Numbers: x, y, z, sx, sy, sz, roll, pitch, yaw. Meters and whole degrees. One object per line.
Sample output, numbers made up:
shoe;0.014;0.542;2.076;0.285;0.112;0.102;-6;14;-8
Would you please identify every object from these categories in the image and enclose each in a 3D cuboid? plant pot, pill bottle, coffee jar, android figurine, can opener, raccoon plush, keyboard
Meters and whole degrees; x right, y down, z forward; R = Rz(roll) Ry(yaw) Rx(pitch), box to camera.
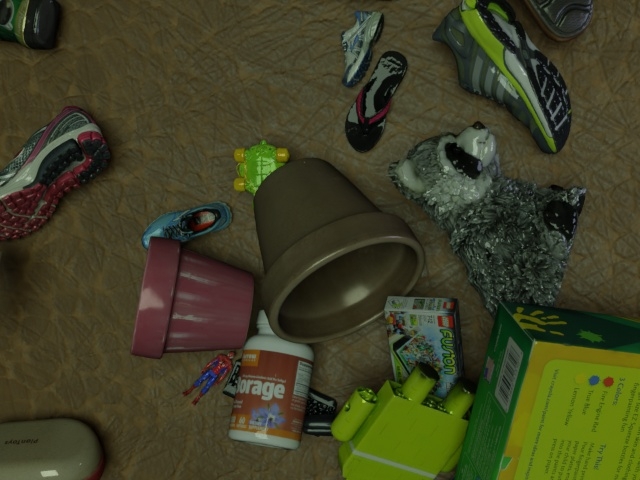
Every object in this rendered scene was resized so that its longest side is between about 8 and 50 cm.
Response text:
plant pot;0.000;0.000;1.450;0.263;0.263;0.229;-33;57;6
pill bottle;-0.076;0.229;1.505;0.121;0.121;0.216;7;75;6
coffee jar;-0.545;-0.387;1.577;0.184;0.079;0.096;11;90;7
android figurine;0.135;0.320;1.476;0.248;0.056;0.273;21;115;-24
plant pot;-0.209;0.103;1.507;0.180;0.201;0.202;9;93;-10
can opener;0.061;0.310;1.541;0.186;0.059;0.073;-6;47;-1
raccoon plush;0.230;0.041;1.451;0.299;0.216;0.447;15;94;14
keyboard;-0.076;0.283;1.565;0.192;0.038;0.100;23;94;6

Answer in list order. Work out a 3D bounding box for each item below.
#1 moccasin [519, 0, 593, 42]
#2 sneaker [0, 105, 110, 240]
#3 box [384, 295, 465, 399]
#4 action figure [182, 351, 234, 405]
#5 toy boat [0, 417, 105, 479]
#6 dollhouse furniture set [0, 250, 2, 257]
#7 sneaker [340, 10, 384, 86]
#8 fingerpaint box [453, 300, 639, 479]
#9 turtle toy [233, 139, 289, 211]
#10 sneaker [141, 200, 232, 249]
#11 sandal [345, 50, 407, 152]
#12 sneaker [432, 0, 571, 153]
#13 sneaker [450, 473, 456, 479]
moccasin;0.307;-0.482;1.460;0.139;0.147;0.380;-34;84;-8
sneaker;-0.495;-0.108;1.574;0.299;0.121;0.112;-35;58;7
box;0.171;0.180;1.470;0.114;0.036;0.207;1;127;17
action figure;-0.189;0.235;1.582;0.038;0.030;0.115;44;94;9
toy boat;-0.485;0.404;1.580;0.230;0.151;0.151;-5;121;7
dollhouse furniture set;-0.754;0.054;1.470;0.303;0.355;0.174;14;93;45
sneaker;0.059;-0.323;1.532;0.058;0.052;0.135;21;86;15
fingerpaint box;0.408;0.337;1.361;0.370;0.163;0.445;7;107;-10
turtle toy;-0.096;-0.104;1.541;0.095;0.066;0.130;1;92;8
sneaker;-0.234;-0.027;1.555;0.162;0.073;0.064;-22;89;7
sandal;0.091;-0.235;1.529;0.067;0.040;0.179;24;94;5
sneaker;0.299;-0.264;1.481;0.121;0.111;0.300;-25;104;47
sneaker;0.196;0.475;1.508;0.083;0.098;0.224;35;95;4
